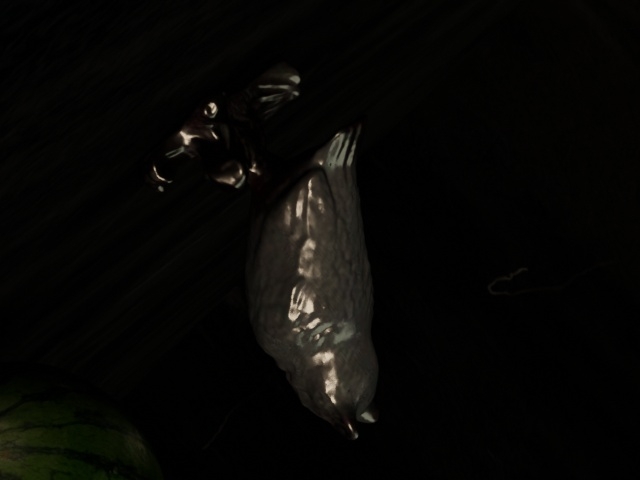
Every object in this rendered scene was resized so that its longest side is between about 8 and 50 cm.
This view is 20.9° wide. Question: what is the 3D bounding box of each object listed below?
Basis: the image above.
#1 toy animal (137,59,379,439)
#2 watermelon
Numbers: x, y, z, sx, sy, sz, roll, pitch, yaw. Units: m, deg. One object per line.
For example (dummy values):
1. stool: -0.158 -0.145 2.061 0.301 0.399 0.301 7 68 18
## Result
1. toy animal: 0.004 0.002 0.980 0.117 0.210 0.121 -29 -176 18
2. watermelon: -0.183 0.156 0.997 0.188 0.188 0.214 -43 146 -16
